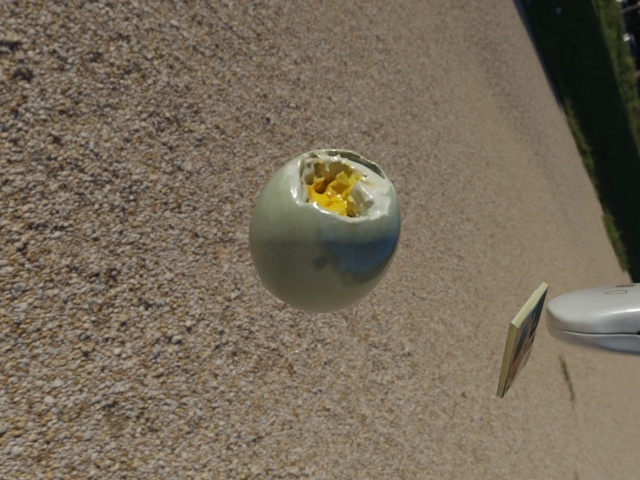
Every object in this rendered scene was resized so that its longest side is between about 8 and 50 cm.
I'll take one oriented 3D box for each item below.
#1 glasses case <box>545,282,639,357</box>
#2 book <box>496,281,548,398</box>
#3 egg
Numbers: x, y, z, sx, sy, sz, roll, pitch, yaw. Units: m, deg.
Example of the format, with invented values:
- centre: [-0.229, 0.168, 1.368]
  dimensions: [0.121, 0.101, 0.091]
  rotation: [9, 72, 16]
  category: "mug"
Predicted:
- centre: [0.268, 0.056, 0.373]
  dimensions: [0.074, 0.194, 0.049]
  rotation: [-31, 115, -74]
  category: "glasses case"
- centre: [0.540, 0.272, 1.385]
  dimensions: [0.201, 0.026, 0.289]
  rotation: [-36, 136, -36]
  category: "book"
- centre: [0.000, 0.000, 0.977]
  dimensions: [0.279, 0.336, 0.278]
  rotation: [9, 48, -11]
  category: "egg"
